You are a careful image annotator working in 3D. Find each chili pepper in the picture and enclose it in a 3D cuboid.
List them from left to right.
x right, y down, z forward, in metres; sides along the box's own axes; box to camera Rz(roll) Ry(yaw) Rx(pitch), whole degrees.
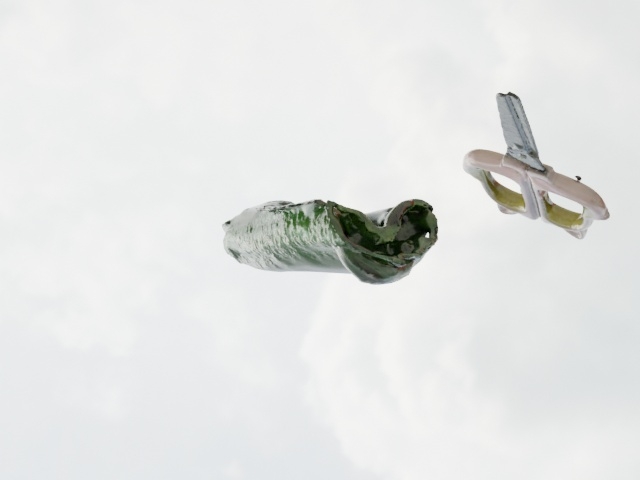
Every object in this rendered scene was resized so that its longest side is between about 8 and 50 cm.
[{"bbox_3d":[0.000,-0.003,1.123,0.108,0.216,0.062,-1,-87,-39],"label":"chili pepper"}]

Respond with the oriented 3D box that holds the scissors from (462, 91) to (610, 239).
[{"bbox_3d":[0.201,-0.075,1.394,0.160,0.317,0.024,21,-103,20],"label":"scissors"}]
